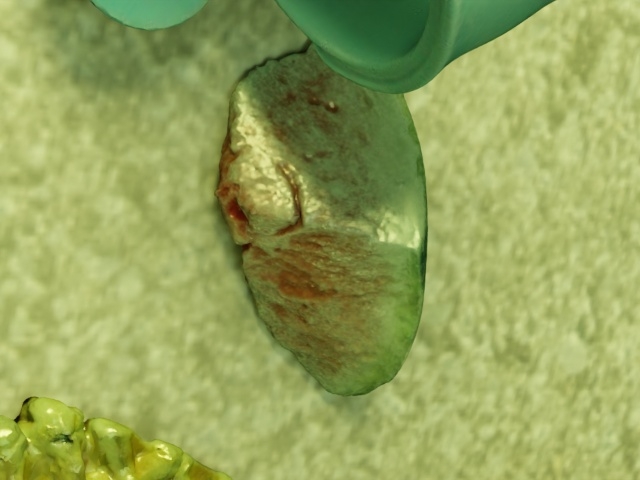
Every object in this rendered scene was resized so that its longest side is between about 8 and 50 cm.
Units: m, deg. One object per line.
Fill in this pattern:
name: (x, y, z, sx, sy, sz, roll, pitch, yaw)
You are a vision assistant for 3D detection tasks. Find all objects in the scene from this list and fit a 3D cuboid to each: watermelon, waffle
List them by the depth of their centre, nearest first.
waffle: (-0.117, 0.158, 0.795, 0.183, 0.036, 0.169, 34, 89, -37)
watermelon: (0.010, 0.001, 0.815, 0.094, 0.081, 0.180, -18, 114, 1)

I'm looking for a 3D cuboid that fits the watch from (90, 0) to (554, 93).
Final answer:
watch: (0.014, -0.159, 0.661, 0.211, 0.193, 0.211, -14, 116, -31)
